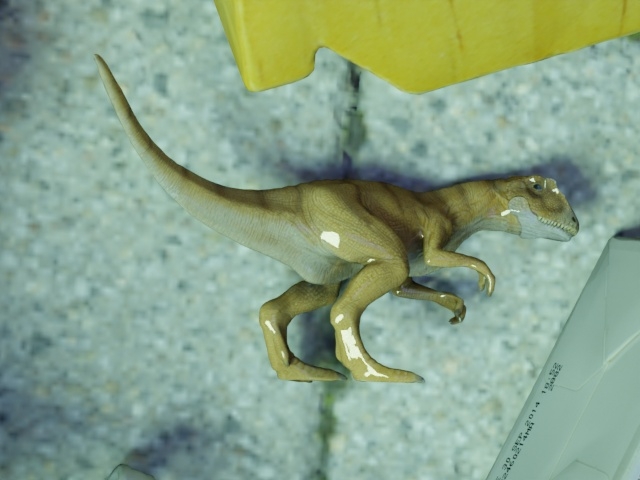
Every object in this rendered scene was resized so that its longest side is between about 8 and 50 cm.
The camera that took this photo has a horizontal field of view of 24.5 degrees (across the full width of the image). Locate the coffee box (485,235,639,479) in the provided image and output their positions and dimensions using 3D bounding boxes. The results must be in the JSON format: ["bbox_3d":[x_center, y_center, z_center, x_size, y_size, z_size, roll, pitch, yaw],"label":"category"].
[{"bbox_3d":[0.226,0.140,0.611,0.297,0.119,0.168,28,86,-13],"label":"coffee box"}]

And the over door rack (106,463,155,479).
[{"bbox_3d":[-0.132,0.235,0.533,0.239,0.108,0.324,25,70,-12],"label":"over door rack"}]

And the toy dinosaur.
[{"bbox_3d":[0.000,0.000,0.586,0.211,0.064,0.112,5,83,-26],"label":"toy dinosaur"}]

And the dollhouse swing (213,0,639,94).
[{"bbox_3d":[0.077,-0.293,0.573,0.347,0.305,0.315,-18,140,-11],"label":"dollhouse swing"}]
